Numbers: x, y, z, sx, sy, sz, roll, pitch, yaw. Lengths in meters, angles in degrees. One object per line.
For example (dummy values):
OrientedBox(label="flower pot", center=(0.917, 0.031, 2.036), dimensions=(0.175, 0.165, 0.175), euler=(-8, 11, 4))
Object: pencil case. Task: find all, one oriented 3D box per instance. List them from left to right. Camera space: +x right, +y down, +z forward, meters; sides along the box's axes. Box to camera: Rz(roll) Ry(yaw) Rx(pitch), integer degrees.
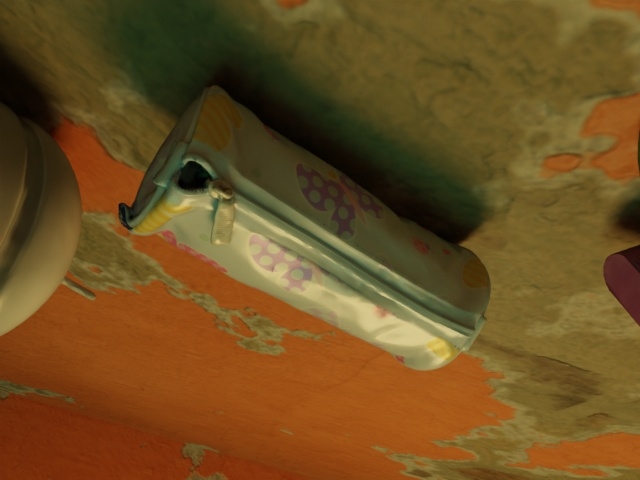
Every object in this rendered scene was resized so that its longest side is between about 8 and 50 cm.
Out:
OrientedBox(label="pencil case", center=(0.000, 0.000, 0.409), dimensions=(0.273, 0.113, 0.124), euler=(30, 168, -25))

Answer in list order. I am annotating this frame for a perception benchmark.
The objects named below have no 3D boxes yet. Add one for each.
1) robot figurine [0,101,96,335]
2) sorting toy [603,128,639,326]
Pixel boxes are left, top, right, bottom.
OrientedBox(label="robot figurine", center=(-0.317, -0.038, 0.369), dimensions=(0.300, 0.200, 0.353), euler=(49, -174, 33))
OrientedBox(label="sorting toy", center=(0.253, -0.057, 0.257), dimensions=(0.126, 0.127, 0.365), euler=(-19, 148, -2))
